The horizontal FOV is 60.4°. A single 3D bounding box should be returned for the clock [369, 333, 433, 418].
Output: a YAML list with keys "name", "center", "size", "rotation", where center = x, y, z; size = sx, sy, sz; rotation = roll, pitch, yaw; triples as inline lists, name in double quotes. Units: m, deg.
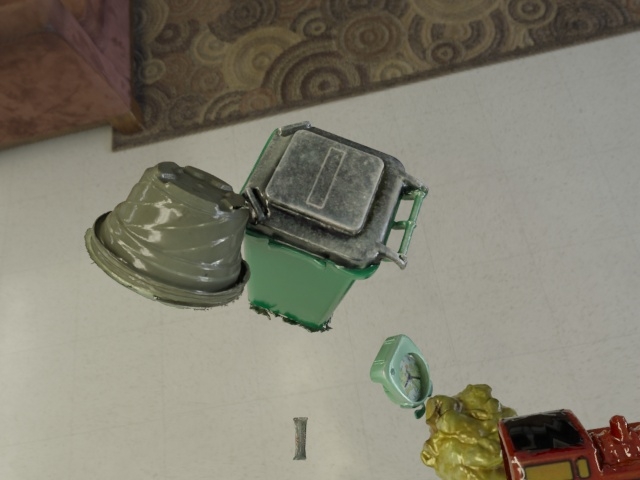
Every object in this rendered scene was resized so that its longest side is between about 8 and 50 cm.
- name: "clock"
  center: [0.207, 0.336, 1.337]
  size: [0.060, 0.188, 0.148]
  rotation: [-23, 19, 42]

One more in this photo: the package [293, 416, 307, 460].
- name: "package"
  center: [-0.051, 0.498, 1.378]
  size: [0.037, 0.015, 0.110]
  rotation: [1, 90, -6]

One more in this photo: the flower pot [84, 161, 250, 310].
- name: "flower pot"
  center: [-0.190, -0.019, 0.764]
  size: [0.235, 0.235, 0.140]
  rotation: [36, 110, 21]

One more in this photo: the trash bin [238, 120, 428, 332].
- name: "trash bin"
  center: [0.000, 0.000, 1.042]
  size: [0.295, 0.381, 0.259]
  rotation: [21, 58, 2]

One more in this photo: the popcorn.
- name: "popcorn"
  center: [0.365, 0.482, 1.321]
  size: [0.252, 0.215, 0.286]
  rotation: [-4, 35, 10]

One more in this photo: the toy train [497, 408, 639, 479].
- name: "toy train"
  center: [0.378, 0.343, 0.732]
  size: [0.369, 0.163, 0.231]
  rotation: [-13, 97, 10]
